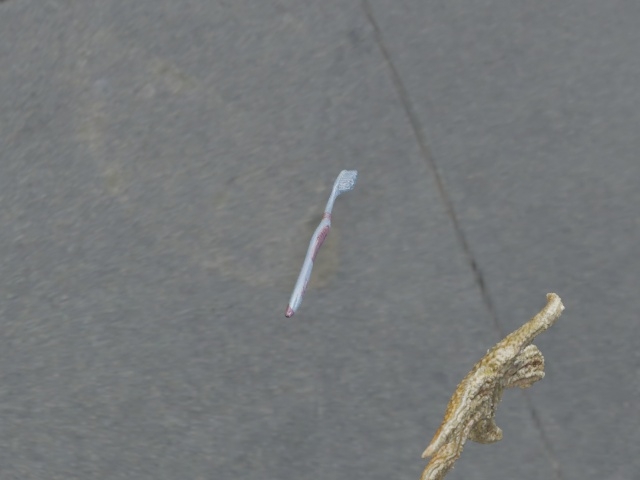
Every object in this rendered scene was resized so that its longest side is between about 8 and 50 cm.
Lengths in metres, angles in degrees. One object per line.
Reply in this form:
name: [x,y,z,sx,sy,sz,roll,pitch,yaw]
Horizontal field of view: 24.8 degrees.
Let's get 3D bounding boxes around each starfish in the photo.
starfish: [0.191,0.198,1.760,0.060,0.299,0.302,37,49,18]

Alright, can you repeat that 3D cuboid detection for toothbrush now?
toothbrush: [0.000,0.000,1.299,0.013,0.019,0.193,65,33,-35]
